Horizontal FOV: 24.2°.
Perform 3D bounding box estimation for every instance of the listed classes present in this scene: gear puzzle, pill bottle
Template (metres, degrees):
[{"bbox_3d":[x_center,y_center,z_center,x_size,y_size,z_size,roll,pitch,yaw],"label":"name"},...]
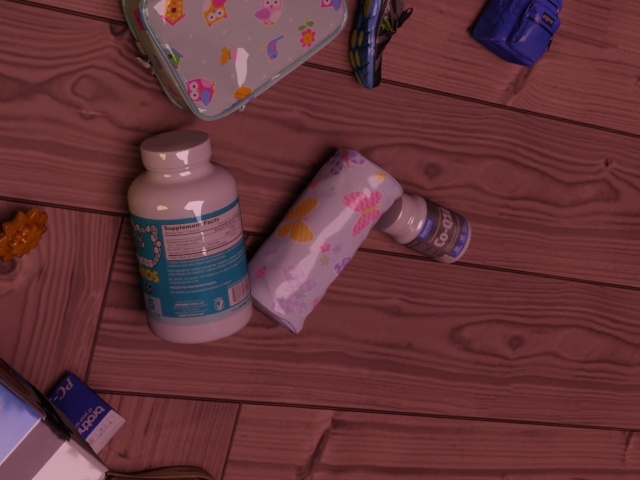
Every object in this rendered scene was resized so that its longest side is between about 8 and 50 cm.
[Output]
[{"bbox_3d":[-0.460,0.046,1.819,0.339,0.044,0.175,-27,151,-45],"label":"gear puzzle"},{"bbox_3d":[-0.174,-0.007,1.973,0.146,0.146,0.264,-17,113,-25],"label":"pill bottle"},{"bbox_3d":[0.149,-0.022,2.201,0.137,0.078,0.078,23,93,-34],"label":"pill bottle"}]

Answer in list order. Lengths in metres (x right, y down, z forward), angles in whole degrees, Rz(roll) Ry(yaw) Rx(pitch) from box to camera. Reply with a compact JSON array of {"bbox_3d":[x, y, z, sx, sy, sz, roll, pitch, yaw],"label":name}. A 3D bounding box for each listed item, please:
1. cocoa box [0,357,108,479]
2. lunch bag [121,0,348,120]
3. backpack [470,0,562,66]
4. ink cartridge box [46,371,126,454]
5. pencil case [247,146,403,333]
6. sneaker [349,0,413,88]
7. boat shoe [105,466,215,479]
[{"bbox_3d":[-0.431,0.253,1.762,0.228,0.347,0.231,44,81,-14],"label":"cocoa box"},{"bbox_3d":[-0.112,-0.296,1.939,0.279,0.108,0.224,-36,124,-15],"label":"lunch bag"},{"bbox_3d":[0.301,-0.324,2.180,0.098,0.101,0.120,30,86,-41],"label":"backpack"},{"bbox_3d":[-0.364,0.285,1.982,0.207,0.097,0.046,-50,146,-8],"label":"ink cartridge box"},{"bbox_3d":[0.000,0.000,2.099,0.273,0.113,0.124,-54,134,-5],"label":"pencil case"},{"bbox_3d":[0.089,-0.302,2.080,0.078,0.067,0.188,6,100,-26],"label":"sneaker"},{"bbox_3d":[-0.276,0.390,2.057,0.342,0.123,0.123,-1,106,-31],"label":"boat shoe"}]
